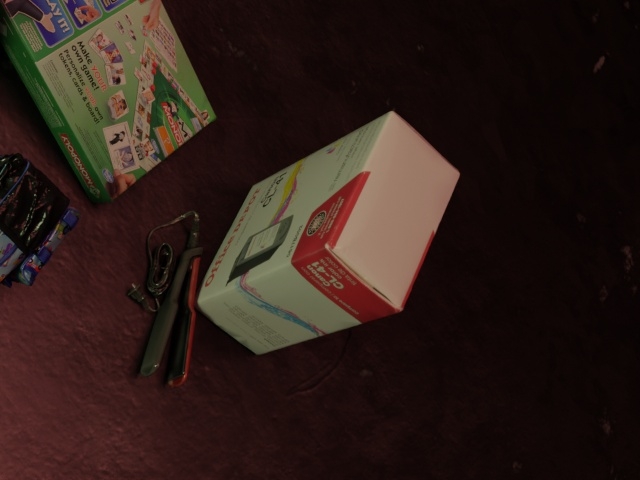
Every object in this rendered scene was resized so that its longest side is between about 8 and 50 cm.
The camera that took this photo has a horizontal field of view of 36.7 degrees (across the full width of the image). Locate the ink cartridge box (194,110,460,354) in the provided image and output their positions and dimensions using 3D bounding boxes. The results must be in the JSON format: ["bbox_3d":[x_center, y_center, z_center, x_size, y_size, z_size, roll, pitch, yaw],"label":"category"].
[{"bbox_3d":[0.000,0.000,1.208,0.131,0.306,0.226,40,54,-22],"label":"ink cartridge box"}]

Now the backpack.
[{"bbox_3d":[-0.362,-0.002,1.016,0.117,0.158,0.173,49,63,-40],"label":"backpack"}]

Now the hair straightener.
[{"bbox_3d":[-0.191,0.062,1.202,0.089,0.047,0.230,25,61,-32],"label":"hair straightener"}]

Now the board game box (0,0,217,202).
[{"bbox_3d":[-0.269,-0.235,1.177,0.213,0.046,0.317,-46,122,-39],"label":"board game box"}]
